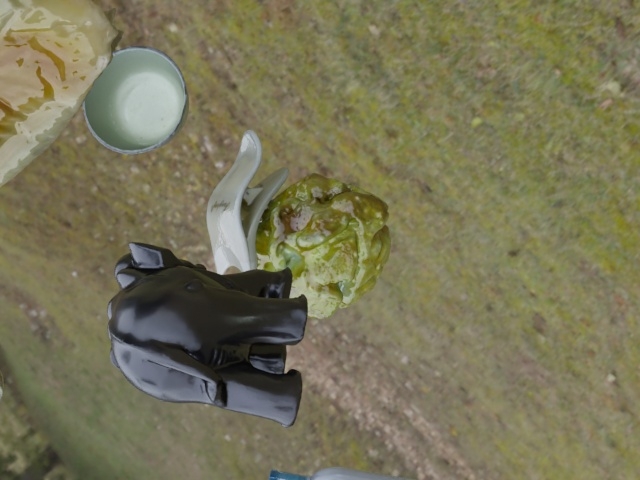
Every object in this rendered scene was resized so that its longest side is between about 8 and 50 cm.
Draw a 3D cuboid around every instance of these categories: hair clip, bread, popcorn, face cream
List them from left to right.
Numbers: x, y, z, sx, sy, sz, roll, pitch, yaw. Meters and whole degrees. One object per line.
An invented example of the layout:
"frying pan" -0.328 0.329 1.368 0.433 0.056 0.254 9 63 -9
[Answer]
"bread" -0.409 -0.195 1.052 0.388 0.236 0.183 -37 52 18
"hair clip" -0.154 -0.069 1.831 0.113 0.282 0.172 28 169 -25
"popcorn" -0.005 0.004 1.840 0.282 0.282 0.247 21 133 36
"face cream" 0.056 0.534 1.931 0.336 0.080 0.163 9 133 2

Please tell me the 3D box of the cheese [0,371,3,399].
"cheese" -0.462 0.177 1.216 0.037 0.097 0.192 24 -172 -37

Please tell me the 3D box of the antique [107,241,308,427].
"antique" -0.159 0.111 1.236 0.322 0.255 0.185 -120 39 -75

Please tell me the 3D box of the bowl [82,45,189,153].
"bowl" -0.348 -0.267 1.826 0.211 0.211 0.112 46 -175 7
